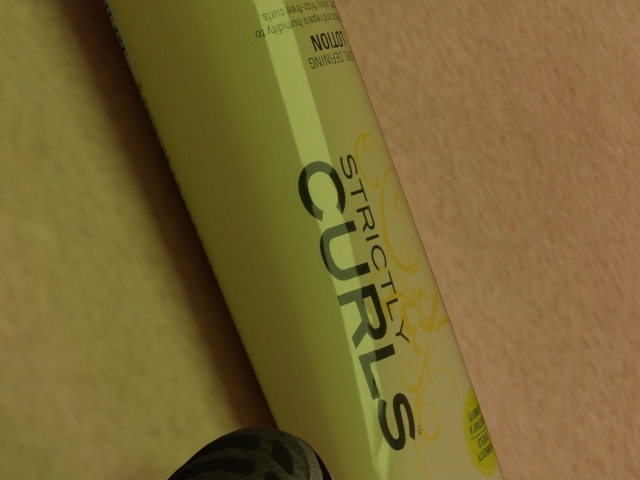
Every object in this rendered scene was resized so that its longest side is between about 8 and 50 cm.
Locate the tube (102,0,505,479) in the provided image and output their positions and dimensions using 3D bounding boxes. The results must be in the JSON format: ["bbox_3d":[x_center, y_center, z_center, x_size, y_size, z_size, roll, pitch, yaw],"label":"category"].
[{"bbox_3d":[0.000,0.000,0.491,0.070,0.062,0.240,-20,89,-18],"label":"tube"}]

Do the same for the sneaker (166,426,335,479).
[{"bbox_3d":[-0.048,0.074,0.354,0.074,0.063,0.170,62,36,-13],"label":"sneaker"}]
